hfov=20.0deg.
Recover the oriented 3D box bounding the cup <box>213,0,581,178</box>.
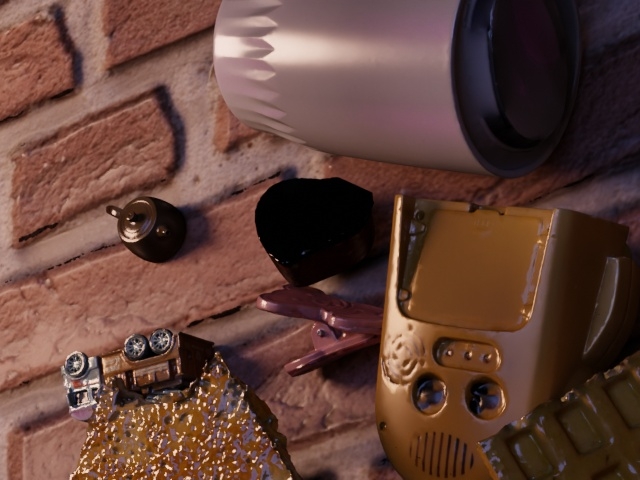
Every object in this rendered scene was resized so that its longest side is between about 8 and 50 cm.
[{"bbox_3d":[0.085,-0.208,1.977,0.372,0.253,0.253,8,73,39],"label":"cup"}]

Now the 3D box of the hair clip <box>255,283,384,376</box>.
[{"bbox_3d":[0.010,0.081,1.983,0.138,0.123,0.102,-23,86,29],"label":"hair clip"}]

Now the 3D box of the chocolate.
[{"bbox_3d":[0.000,0.000,2.035,0.149,0.080,0.125,0,52,26],"label":"chocolate"}]

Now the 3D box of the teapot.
[{"bbox_3d":[-0.216,-0.021,2.200,0.121,0.068,0.076,23,82,38],"label":"teapot"}]

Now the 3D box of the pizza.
[{"bbox_3d":[-0.137,0.236,1.838,0.323,0.089,0.223,-15,68,24],"label":"pizza"}]

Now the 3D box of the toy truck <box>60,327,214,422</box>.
[{"bbox_3d":[-0.212,0.175,2.103,0.178,0.080,0.115,-15,70,25],"label":"toy truck"}]

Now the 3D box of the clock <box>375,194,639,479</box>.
[{"bbox_3d":[0.173,0.122,1.814,0.244,0.200,0.317,7,81,38],"label":"clock"}]

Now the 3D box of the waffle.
[{"bbox_3d":[0.299,0.223,1.659,0.248,0.055,0.221,-28,77,-9],"label":"waffle"}]
